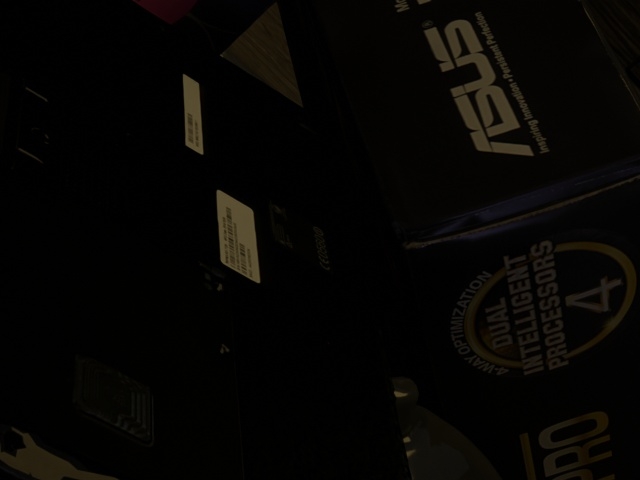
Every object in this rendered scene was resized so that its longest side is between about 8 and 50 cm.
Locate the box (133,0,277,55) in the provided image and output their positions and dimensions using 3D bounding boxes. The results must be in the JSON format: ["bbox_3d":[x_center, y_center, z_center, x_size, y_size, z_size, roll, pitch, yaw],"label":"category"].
[{"bbox_3d":[-0.161,-0.143,0.620,0.247,0.163,0.142,37,21,-31],"label":"box"}]

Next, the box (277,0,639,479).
[{"bbox_3d":[0.050,-0.043,0.696,0.318,0.097,0.395,72,0,-47],"label":"box"}]

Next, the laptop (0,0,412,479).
[{"bbox_3d":[-0.123,0.011,0.410,0.264,0.136,0.234,30,26,-24],"label":"laptop"}]

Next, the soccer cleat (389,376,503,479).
[{"bbox_3d":[-0.067,0.150,0.385,0.116,0.143,0.331,49,42,14],"label":"soccer cleat"}]

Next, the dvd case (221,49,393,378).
[{"bbox_3d":[0.000,0.000,0.901,0.179,0.029,0.238,38,23,-28],"label":"dvd case"}]
